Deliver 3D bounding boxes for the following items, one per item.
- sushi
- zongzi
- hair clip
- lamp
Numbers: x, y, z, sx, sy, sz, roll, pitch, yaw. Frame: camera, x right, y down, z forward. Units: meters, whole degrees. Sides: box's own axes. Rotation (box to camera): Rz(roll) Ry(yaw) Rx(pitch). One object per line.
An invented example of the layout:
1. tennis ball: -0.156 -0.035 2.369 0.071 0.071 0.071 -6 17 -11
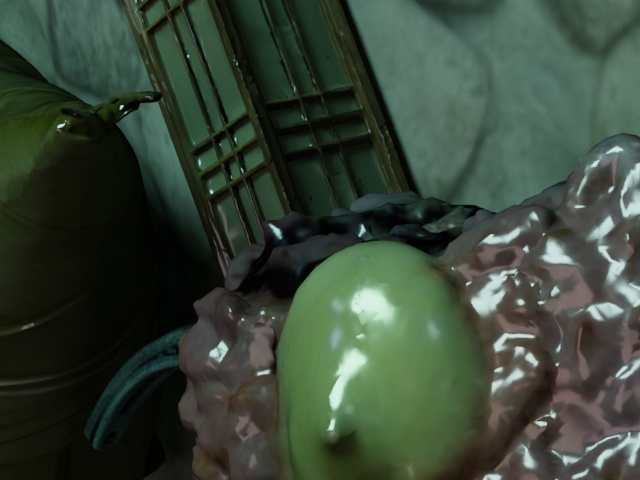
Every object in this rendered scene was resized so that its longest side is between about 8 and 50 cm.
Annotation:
1. sushi: 0.079 0.054 0.579 0.270 0.236 0.171 -11 83 47
2. zongzi: -0.227 -0.094 0.925 0.447 0.181 0.418 56 153 23
3. hair clip: -0.065 0.063 0.787 0.229 0.039 0.070 -26 81 57
4. lamp: 0.000 0.000 0.778 0.090 0.089 0.325 -28 81 52
